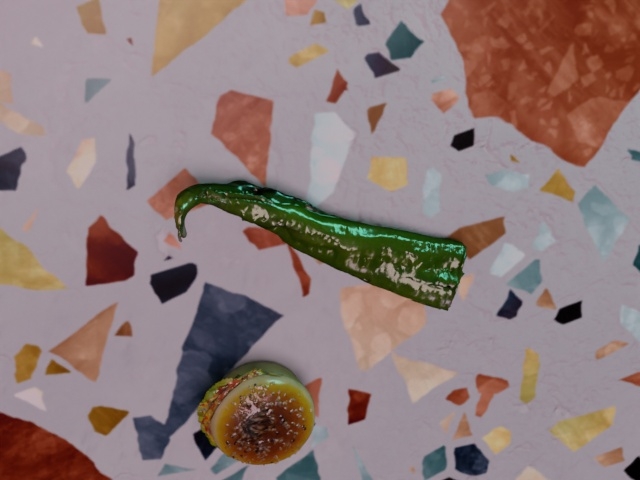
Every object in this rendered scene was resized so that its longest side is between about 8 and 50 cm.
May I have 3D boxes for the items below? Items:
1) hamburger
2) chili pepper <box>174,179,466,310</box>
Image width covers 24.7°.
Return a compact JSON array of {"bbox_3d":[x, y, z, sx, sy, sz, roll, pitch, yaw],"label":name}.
[{"bbox_3d":[-0.075,0.204,1.720,0.141,0.081,0.126,40,101,-22],"label":"hamburger"},{"bbox_3d":[0.000,0.000,1.654,0.359,0.076,0.084,15,90,-19],"label":"chili pepper"}]
